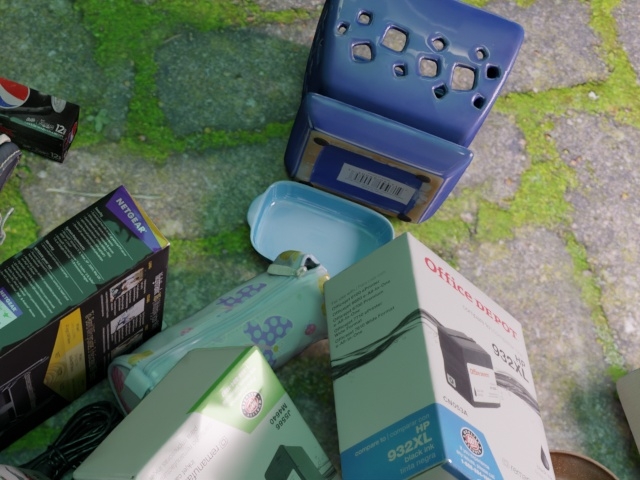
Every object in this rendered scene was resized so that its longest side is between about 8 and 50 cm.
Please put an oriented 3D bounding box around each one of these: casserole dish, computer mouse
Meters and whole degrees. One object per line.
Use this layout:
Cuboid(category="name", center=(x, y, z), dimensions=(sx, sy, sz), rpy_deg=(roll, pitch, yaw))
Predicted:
Cuboid(category="casserole dish", center=(0.000, 0.000, 1.711), dimensions=(0.188, 0.037, 0.114), rpy_deg=(20, 62, -2))
Cuboid(category="computer mouse", center=(-0.206, 0.306, 1.496), dimensions=(0.272, 0.072, 0.188), rpy_deg=(44, 63, 10))

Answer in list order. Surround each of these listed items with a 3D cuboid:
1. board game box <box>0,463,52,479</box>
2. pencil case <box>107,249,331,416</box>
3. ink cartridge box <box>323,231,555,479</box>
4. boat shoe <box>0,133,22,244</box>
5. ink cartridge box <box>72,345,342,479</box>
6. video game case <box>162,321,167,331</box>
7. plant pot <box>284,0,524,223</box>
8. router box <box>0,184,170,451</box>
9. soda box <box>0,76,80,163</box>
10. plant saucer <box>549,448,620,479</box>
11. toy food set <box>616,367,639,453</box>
Cuboid(category="board game box", center=(-0.315, 0.323, 1.302), dimensions=(0.097, 0.303, 0.224), rpy_deg=(34, 82, 5))
Cuboid(category="pencil case", center=(-0.101, 0.115, 1.573), dimensions=(0.273, 0.124, 0.113), rpy_deg=(-33, 79, -29))
Cuboid(category="ink cartridge box", center=(0.127, 0.178, 1.496), dimensions=(0.223, 0.129, 0.307), rpy_deg=(38, 31, -35))
Cuboid(category="boat shoe", center=(-0.398, -0.004, 1.589), dimensions=(0.079, 0.095, 0.254), rpy_deg=(28, 63, 3))
Cuboid(category="ink cartridge box", center=(-0.086, 0.272, 1.431), dimensions=(0.198, 0.115, 0.272), rpy_deg=(-48, 116, -36))
Cuboid(category="video game case", center=(-0.248, 0.103, 1.618), dimensions=(0.122, 0.011, 0.087), rpy_deg=(-38, 78, -26))
Cuboid(category="plant pot", center=(0.086, -0.160, 1.704), dimensions=(0.236, 0.236, 0.212), rpy_deg=(20, 69, -3))
Cuboid(category="router box", center=(-0.276, 0.094, 1.437), dimensions=(0.243, 0.309, 0.081), rpy_deg=(-35, 77, -20))
Cuboid(category="soda box", center=(-0.373, -0.154, 1.685), dimensions=(0.169, 0.060, 0.053), rpy_deg=(20, 61, -3))
Cuboid(category="plant saucer", center=(0.270, 0.336, 1.611), dimensions=(0.199, 0.036, 0.198), rpy_deg=(5, 64, -10))
Cuboid(category="toy food set", center=(0.520, 0.243, 1.695), dimensions=(0.306, 0.092, 0.219), rpy_deg=(-6, 65, -24))
